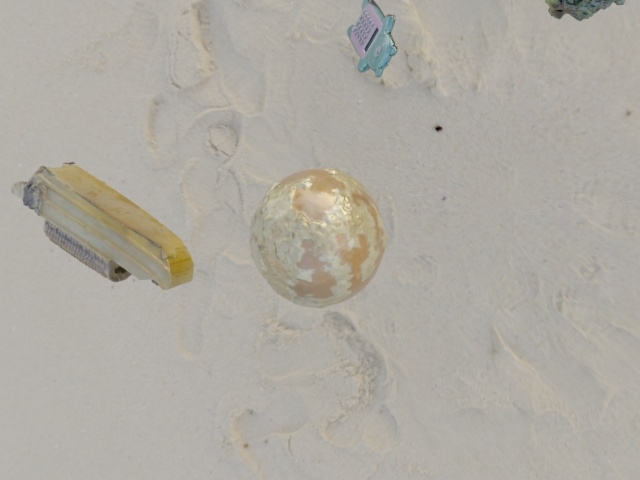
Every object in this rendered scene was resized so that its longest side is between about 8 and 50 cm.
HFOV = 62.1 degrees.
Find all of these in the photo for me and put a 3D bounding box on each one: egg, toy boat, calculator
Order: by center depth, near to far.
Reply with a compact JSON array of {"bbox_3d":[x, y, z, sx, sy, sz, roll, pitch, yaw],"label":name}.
[{"bbox_3d":[0.075,-0.296,0.779,0.094,0.019,0.141,-55,40,38],"label":"calculator"},{"bbox_3d":[0.000,0.000,0.791,0.203,0.245,0.203,-4,66,9],"label":"egg"},{"bbox_3d":[-0.326,-0.013,0.792,0.310,0.089,0.115,32,110,11],"label":"toy boat"}]

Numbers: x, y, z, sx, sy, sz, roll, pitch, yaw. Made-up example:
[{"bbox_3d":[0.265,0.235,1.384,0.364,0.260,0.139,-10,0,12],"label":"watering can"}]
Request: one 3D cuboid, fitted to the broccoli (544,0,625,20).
[{"bbox_3d":[0.372,-0.486,0.780,0.146,0.165,0.304,-19,83,25],"label":"broccoli"}]
